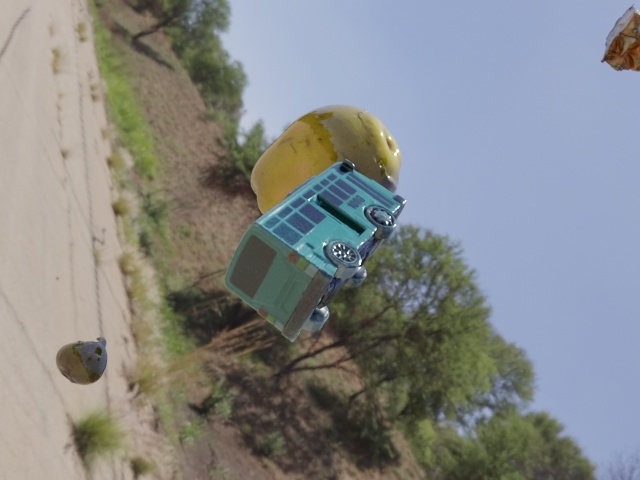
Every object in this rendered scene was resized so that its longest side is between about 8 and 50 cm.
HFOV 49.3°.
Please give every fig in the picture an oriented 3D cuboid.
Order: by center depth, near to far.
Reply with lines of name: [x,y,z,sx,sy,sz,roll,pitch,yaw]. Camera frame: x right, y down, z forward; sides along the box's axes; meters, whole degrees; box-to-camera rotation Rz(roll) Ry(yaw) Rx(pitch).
fig: [-0.407,0.204,1.219,0.084,0.098,0.082,-14,-64,53]

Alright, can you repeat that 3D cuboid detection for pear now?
pear: [0.012,-0.153,1.561,0.336,0.285,0.284,-19,-87,42]

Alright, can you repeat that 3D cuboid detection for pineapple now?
pineapple: [0.402,-0.244,0.866,0.069,0.137,0.116,-60,-144,33]

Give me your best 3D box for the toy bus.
toy bus: [0.000,0.000,0.921,0.147,0.256,0.128,36,-54,8]
